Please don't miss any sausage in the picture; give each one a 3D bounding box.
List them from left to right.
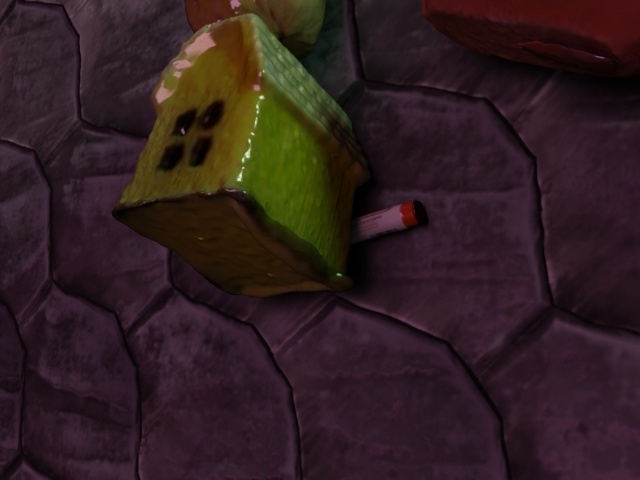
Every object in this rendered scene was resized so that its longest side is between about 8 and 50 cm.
[{"bbox_3d":[0.212,-0.213,0.642,0.280,0.152,0.152,23,93,37],"label":"sausage"}]

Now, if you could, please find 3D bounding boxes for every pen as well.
[{"bbox_3d":[0.000,0.000,0.818,0.239,0.028,0.028,-16,70,32],"label":"pen"}]

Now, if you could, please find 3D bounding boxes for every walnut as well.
[{"bbox_3d":[-0.069,-0.259,0.867,0.167,0.149,0.166,-10,48,12],"label":"walnut"}]

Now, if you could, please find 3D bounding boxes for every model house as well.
[{"bbox_3d":[-0.052,-0.085,0.758,0.175,0.193,0.234,-2,62,39],"label":"model house"}]
